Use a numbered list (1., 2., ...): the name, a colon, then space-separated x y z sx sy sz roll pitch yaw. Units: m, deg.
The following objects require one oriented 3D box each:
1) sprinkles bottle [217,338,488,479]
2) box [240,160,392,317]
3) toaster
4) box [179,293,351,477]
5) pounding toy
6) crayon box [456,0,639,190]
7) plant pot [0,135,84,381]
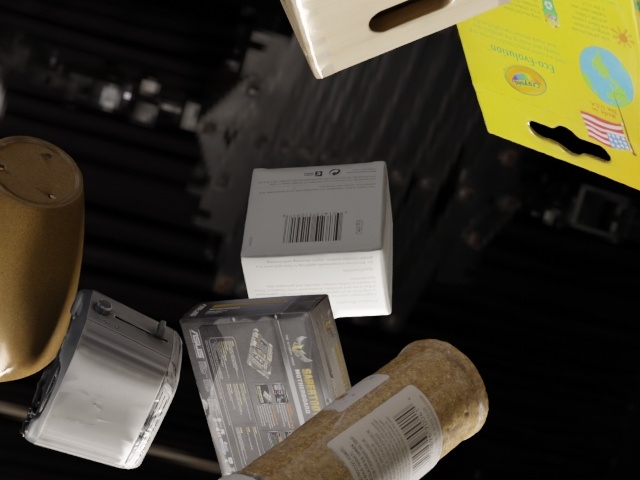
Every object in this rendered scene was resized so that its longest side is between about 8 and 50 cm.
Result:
1. sprinkles bottle: 0.024 0.222 1.395 0.355 0.121 0.121 -30 159 -43
2. box: 0.000 0.000 1.823 0.182 0.180 0.119 -85 170 -49
3. toaster: -0.261 0.179 1.698 0.129 0.146 0.227 -93 -153 -63
4. box: -0.055 0.183 1.696 0.056 0.183 0.231 -40 120 -58
5. pounding toy: 0.010 -0.156 0.723 0.100 0.141 0.130 69 -1 -60
6. crayon box: 0.178 -0.195 1.024 0.202 0.081 0.319 29 -31 44
7. plant pot: -0.385 0.004 1.716 0.237 0.237 0.254 -92 -154 -45
